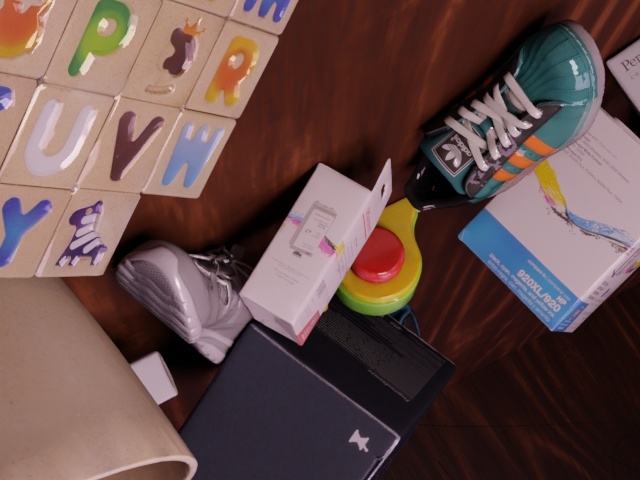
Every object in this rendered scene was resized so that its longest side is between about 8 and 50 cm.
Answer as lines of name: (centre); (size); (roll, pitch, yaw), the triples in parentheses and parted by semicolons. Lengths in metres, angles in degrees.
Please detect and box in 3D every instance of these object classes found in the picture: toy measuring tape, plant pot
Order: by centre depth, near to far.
plant pot: (-0.249, 0.074, 0.649); (0.256, 0.274, 0.256); (-28, 163, -9)
toy measuring tape: (0.122, 0.006, 1.353); (0.330, 0.121, 0.121); (-27, 163, -11)

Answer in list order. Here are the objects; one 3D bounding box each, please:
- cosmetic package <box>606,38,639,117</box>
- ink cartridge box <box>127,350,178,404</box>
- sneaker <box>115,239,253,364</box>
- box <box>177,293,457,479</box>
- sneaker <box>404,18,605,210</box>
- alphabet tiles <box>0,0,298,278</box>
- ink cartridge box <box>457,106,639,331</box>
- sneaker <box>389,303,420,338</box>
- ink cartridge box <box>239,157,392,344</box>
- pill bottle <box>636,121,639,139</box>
cosmetic package: (0.457, -0.167, 1.283); (0.151, 0.184, 0.151); (-36, 163, 16)
ink cartridge box: (-0.348, 0.233, 1.189); (0.371, 0.069, 0.175); (-24, 180, -29)
sneaker: (-0.124, 0.039, 1.119); (0.115, 0.105, 0.281); (-51, 167, -9)
box: (-0.020, 0.247, 1.374); (0.293, 0.212, 0.395); (-56, 170, 13)
sneaker: (0.181, -0.109, 1.126); (0.121, 0.108, 0.302); (-26, 165, -26)
alphabet tiles: (-0.096, -0.127, 0.538); (0.285, 0.011, 0.343); (3, 119, -60)
ink cartridge box: (0.324, -0.025, 1.355); (0.233, 0.168, 0.171); (-47, 161, 11)
sneaker: (0.004, 0.192, 1.749); (0.340, 0.125, 0.140); (-21, 134, -20)
ink cartridge box: (0.000, 0.000, 1.130); (0.198, 0.067, 0.115); (-58, 168, -12)
pill bottle: (0.505, -0.151, 1.520); (0.121, 0.121, 0.221); (-31, 163, 3)
